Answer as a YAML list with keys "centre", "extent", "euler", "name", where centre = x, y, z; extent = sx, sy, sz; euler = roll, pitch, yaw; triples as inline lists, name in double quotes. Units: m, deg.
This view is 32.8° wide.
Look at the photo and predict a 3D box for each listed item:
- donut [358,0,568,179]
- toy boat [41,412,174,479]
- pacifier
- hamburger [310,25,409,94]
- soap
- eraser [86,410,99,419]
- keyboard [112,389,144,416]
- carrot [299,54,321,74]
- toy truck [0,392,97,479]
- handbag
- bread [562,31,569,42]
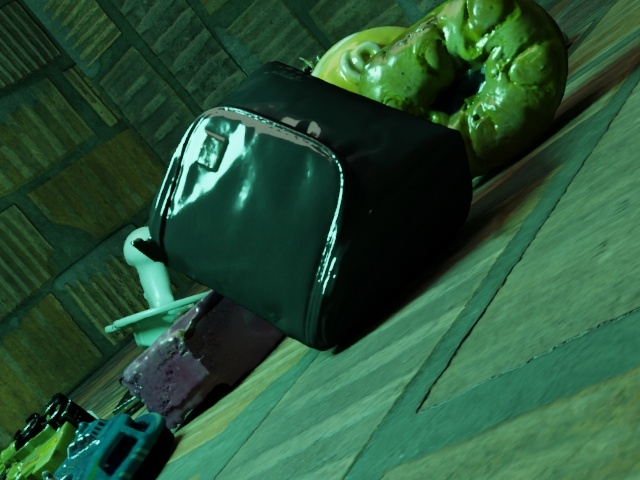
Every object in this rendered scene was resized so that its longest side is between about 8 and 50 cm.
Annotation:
- centre: [0.185, -0.189, 1.344]
  extent: [0.261, 0.209, 0.128]
  euler: [-28, 1, 29]
  name: "donut"
- centre: [-0.262, 0.257, 1.230]
  extent: [0.134, 0.092, 0.299]
  euler: [-33, 9, 14]
  name: "toy boat"
- centre: [-0.331, 0.098, 2.314]
  extent: [0.288, 0.269, 0.343]
  euler: [-15, -1, -22]
  name: "pacifier"
- centre: [0.086, -0.170, 1.611]
  extent: [0.302, 0.261, 0.186]
  euler: [-41, 9, 4]
  name: "hamburger"
- centre: [-0.129, 0.116, 1.474]
  extent: [0.182, 0.112, 0.289]
  euler: [-37, 6, 27]
  name: "soap"
- centre: [-0.479, 0.377, 2.104]
  extent: [0.092, 0.046, 0.212]
  euler: [-42, 6, -22]
  name: "eraser"
- centre: [-0.322, 0.266, 2.047]
  extent: [0.106, 0.027, 0.317]
  euler: [-36, 6, 5]
  name: "keyboard"
- centre: [-0.002, -0.131, 1.814]
  extent: [0.214, 0.331, 0.193]
  euler: [3, 22, 31]
  name: "carrot"
- centre: [-0.393, 0.332, 1.497]
  extent: [0.257, 0.127, 0.127]
  euler: [-37, 20, 32]
  name: "toy truck"
- centre: [-0.031, -0.054, 1.158]
  extent: [0.275, 0.301, 0.178]
  euler: [-41, -39, -28]
  name: "handbag"
- centre: [0.333, -0.289, 2.030]
  extent: [0.301, 0.045, 0.301]
  euler: [-41, 5, 4]
  name: "bread"
